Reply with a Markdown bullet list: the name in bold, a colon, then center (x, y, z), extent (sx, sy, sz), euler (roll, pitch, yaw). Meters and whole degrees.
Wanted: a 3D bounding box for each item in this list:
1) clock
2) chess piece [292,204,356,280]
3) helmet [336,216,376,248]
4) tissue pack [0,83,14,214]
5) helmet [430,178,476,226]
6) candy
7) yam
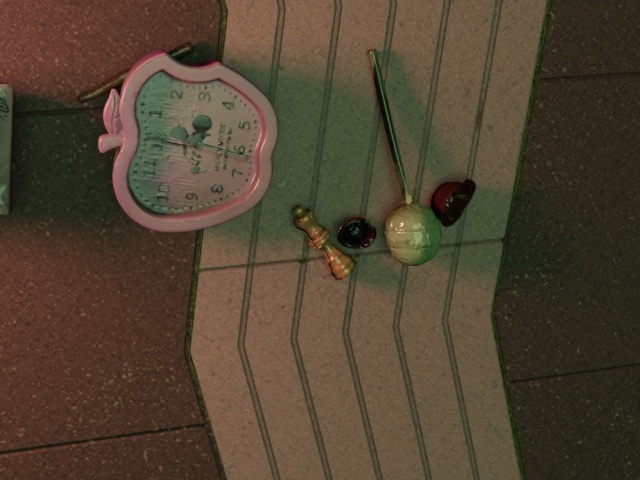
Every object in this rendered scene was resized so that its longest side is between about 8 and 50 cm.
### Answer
- **clock**: center (-0.248, -0.182, 1.697), extent (0.339, 0.102, 0.338), euler (-5, 108, -14)
- **chess piece**: center (0.001, 0.000, 1.838), extent (0.060, 0.060, 0.172), euler (-40, 107, -2)
- **helmet**: center (0.068, -0.020, 1.852), extent (0.084, 0.049, 0.065), euler (7, 113, -18)
- **tissue pack**: center (-0.613, -0.158, 1.569), extent (0.159, 0.145, 0.229), euler (2, 92, -14)
- **helmet**: center (0.263, -0.088, 1.879), extent (0.111, 0.057, 0.089), euler (-55, 144, -2)
- **candy**: center (0.154, -0.163, 1.820), extent (0.119, 0.119, 0.440), euler (-14, 100, -10)
- **yam**: center (-0.344, -0.313, 1.694), extent (0.234, 0.027, 0.029), euler (-27, 148, -7)
